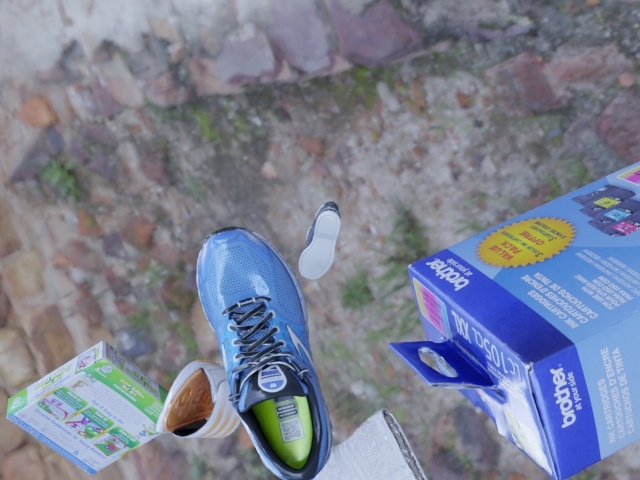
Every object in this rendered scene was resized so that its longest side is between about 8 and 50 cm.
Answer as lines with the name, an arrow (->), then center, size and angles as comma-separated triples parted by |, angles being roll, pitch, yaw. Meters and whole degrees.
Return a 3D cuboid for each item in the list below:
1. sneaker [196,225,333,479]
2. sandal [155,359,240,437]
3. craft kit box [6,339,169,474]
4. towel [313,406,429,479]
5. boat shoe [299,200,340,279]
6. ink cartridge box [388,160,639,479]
sneaker -> -0.058, 0.139, 1.303 | 0.147, 0.130, 0.330 | 177, 73, -85
sandal -> -0.131, 0.220, 1.491 | 0.076, 0.265, 0.102 | 26, 97, 20
craft kit box -> -0.442, 0.336, 2.147 | 0.250, 0.246, 0.061 | 48, -159, -37
towel -> 0.086, 0.403, 1.529 | 0.187, 0.049, 0.282 | -40, 62, 24
boat shoe -> 0.000, 0.000, 1.530 | 0.046, 0.038, 0.125 | 12, 127, -4
ink cartridge box -> 0.274, 0.076, 1.121 | 0.270, 0.395, 0.151 | 42, 155, 62
